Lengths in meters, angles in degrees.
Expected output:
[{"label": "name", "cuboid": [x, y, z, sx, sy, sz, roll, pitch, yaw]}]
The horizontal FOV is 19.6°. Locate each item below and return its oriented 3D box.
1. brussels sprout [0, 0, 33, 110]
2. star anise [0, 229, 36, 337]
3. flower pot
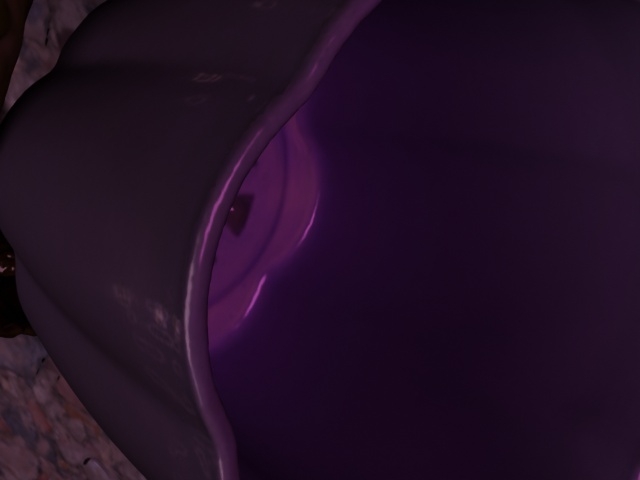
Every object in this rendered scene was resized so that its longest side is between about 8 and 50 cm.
[{"label": "brussels sprout", "cuboid": [-0.237, -0.187, 0.793, 0.289, 0.281, 0.354, -37, 60, 54]}, {"label": "star anise", "cuboid": [-0.239, -0.037, 1.067, 0.177, 0.073, 0.234, -37, 81, 38]}, {"label": "flower pot", "cuboid": [0.000, 0.000, 0.761, 0.243, 0.265, 0.265, 18, 128, 54]}]
